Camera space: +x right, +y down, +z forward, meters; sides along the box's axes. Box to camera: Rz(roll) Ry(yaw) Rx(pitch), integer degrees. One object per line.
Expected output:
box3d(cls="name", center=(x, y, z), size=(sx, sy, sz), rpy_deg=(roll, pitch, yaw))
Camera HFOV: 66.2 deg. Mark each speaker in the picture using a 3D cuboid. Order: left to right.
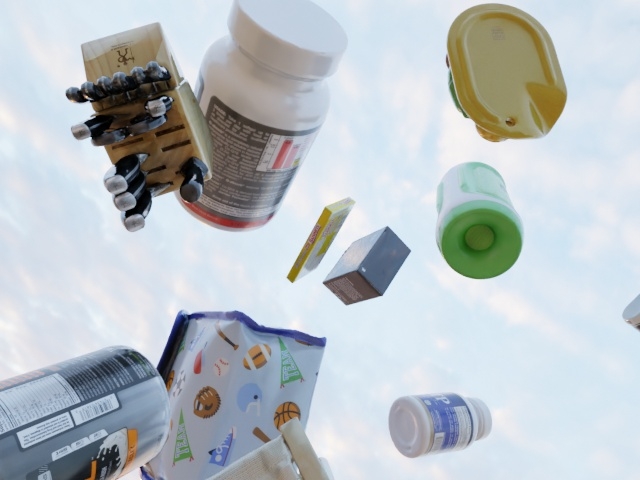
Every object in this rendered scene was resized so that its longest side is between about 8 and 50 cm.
box3d(cls="speaker", center=(0.255, -0.047, 0.813), size=(0.131, 0.296, 0.131), rpy_deg=(5, -68, 12))

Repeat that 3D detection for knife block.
box3d(cls="knife block", center=(-0.166, -0.090, 0.524), size=(0.275, 0.088, 0.242), rpy_deg=(82, -10, -69))

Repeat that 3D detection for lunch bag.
box3d(cls="lunch bag", center=(-0.207, 0.307, 0.939), size=(0.239, 0.327, 0.386), rpy_deg=(26, -19, -28))

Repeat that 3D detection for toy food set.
box3d(cls="toy food set", center=(0.204, -0.203, 0.584), size=(0.128, 0.217, 0.071), rpy_deg=(-3, -17, -6))

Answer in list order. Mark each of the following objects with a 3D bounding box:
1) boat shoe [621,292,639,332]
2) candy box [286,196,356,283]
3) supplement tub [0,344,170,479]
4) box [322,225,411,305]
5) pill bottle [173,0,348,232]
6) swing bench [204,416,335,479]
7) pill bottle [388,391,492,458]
box3d(cls="boat shoe", center=(0.658, 0.105, 0.912), size=(0.083, 0.065, 0.183), rpy_deg=(39, -77, -2))
box3d(cls="candy box", center=(0.000, 0.000, 1.074), size=(0.027, 0.105, 0.205), rpy_deg=(41, -57, 18))
box3d(cls="supplement tub", center=(-0.231, 0.165, 0.402), size=(0.117, 0.190, 0.116), rpy_deg=(5, -81, 33))
box3d(cls="box", center=(0.111, 0.065, 1.194), size=(0.093, 0.156, 0.158), rpy_deg=(45, -32, -11))
box3d(cls="pill bottle", center=(-0.108, -0.199, 0.808), size=(0.210, 0.210, 0.363), rpy_deg=(35, -48, 3))
box3d(cls="swing bench", center=(-0.077, 0.333, 0.475), size=(0.165, 0.253, 0.254), rpy_deg=(55, -11, 31))
box3d(cls="pill bottle", center=(0.236, 0.353, 0.953), size=(0.187, 0.111, 0.112), rpy_deg=(6, -32, -30))
